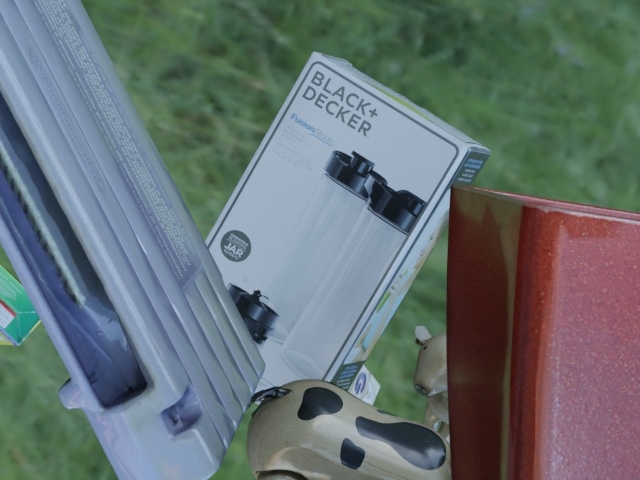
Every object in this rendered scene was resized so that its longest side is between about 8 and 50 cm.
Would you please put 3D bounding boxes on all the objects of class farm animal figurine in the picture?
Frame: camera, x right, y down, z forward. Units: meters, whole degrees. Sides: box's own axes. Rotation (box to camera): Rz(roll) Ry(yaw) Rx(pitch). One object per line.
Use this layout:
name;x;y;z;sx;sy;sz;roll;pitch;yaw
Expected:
farm animal figurine;0.084;0.173;1.361;0.330;0.326;0.172;-100;-153;-52

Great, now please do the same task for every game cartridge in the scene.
game cartridge;-0.139;-0.054;0.915;0.068;0.355;0.230;-27;-175;3

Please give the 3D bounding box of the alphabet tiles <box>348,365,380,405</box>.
alphabet tiles;-0.004;0.232;1.946;0.237;0.009;0.198;-68;156;-16

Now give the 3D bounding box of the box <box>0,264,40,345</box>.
box;-0.304;0.039;1.498;0.043;0.105;0.179;-50;-161;-18

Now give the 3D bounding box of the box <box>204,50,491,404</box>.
box;0.000;0.000;1.564;0.290;0.169;0.087;-58;164;9

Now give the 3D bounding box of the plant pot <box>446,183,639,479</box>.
plant pot;0.188;0.112;0.831;0.267;0.267;0.236;-123;-138;-85
